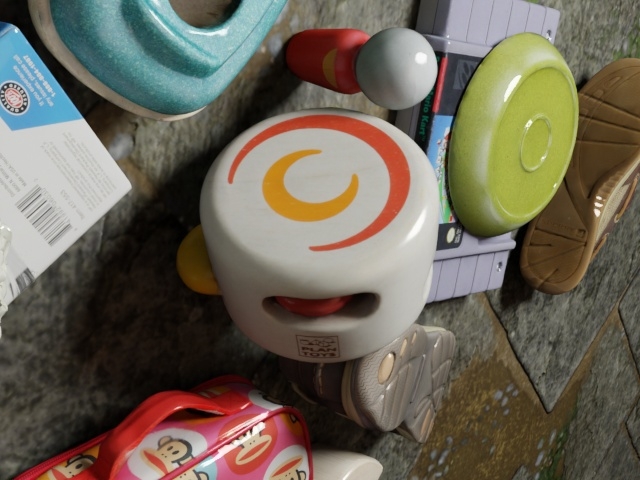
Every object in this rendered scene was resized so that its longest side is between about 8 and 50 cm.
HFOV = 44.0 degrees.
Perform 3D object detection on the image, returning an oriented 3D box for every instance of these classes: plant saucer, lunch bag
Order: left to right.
[{"bbox_3d":[-0.137,0.252,0.696,0.293,0.120,0.258,-21,120,-39],"label":"lunch bag"},{"bbox_3d":[0.234,-0.114,0.912,0.240,0.037,0.241,-21,121,-40],"label":"plant saucer"}]

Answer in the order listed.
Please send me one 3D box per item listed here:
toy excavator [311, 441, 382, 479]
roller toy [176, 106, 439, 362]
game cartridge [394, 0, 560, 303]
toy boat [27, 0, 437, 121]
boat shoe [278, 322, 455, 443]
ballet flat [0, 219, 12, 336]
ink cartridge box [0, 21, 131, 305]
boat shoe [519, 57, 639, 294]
[{"bbox_3d":[0.052,0.496,0.968,0.433,0.222,0.446,30,70,-48],"label":"toy excavator"},{"bbox_3d":[0.000,0.000,0.669,0.209,0.191,0.146,-37,148,-22],"label":"roller toy"},{"bbox_3d":[0.170,-0.102,0.919,0.230,0.068,0.355,-8,112,-49],"label":"game cartridge"},{"bbox_3d":[-0.040,-0.193,0.591,0.318,0.148,0.268,27,86,-48],"label":"toy boat"},{"bbox_3d":[0.058,0.132,0.850,0.132,0.130,0.355,-69,158,-11],"label":"boat shoe"},{"bbox_3d":[-0.264,0.099,0.416,0.409,0.147,0.147,-42,142,19],"label":"ballet flat"},{"bbox_3d":[-0.238,-0.027,0.501,0.191,0.082,0.140,-47,134,-20],"label":"ink cartridge box"},{"bbox_3d":[0.385,-0.083,1.118,0.123,0.123,0.342,14,96,-62],"label":"boat shoe"}]
